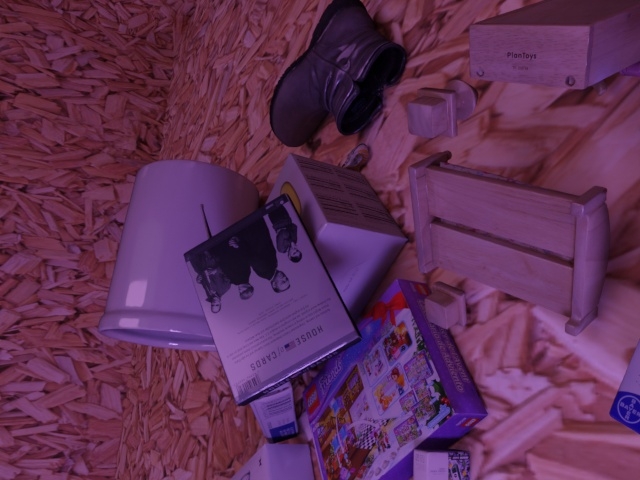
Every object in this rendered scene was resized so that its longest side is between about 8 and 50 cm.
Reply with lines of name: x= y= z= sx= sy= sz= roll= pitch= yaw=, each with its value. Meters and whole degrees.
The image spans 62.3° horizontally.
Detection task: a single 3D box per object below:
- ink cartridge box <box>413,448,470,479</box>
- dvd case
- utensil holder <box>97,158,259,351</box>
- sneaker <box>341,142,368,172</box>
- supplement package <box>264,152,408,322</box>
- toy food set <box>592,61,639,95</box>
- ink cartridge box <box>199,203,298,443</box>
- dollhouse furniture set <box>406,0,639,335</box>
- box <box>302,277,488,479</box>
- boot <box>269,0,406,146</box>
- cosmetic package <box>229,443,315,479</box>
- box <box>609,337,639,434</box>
ink cartridge box: x=0.136 y=0.296 z=0.593 sx=0.029 sy=0.063 sz=0.115 roll=-24 pitch=59 yaw=59
dvd case: x=-0.074 y=0.072 z=0.714 sx=0.179 sy=0.029 sz=0.238 roll=-30 pitch=62 yaw=5
utensil holder: x=-0.317 y=0.048 z=1.251 sx=0.328 sy=0.328 sz=0.385 roll=-27 pitch=55 yaw=56
sneaker: x=0.059 y=-0.140 z=0.951 sx=0.083 sy=0.032 sz=0.037 roll=-44 pitch=29 yaw=39
supplement package: x=0.000 y=0.000 z=0.870 sx=0.194 sy=0.149 sz=0.203 roll=-61 pitch=33 yaw=27
toy food set: x=0.315 y=-0.198 z=0.511 sx=0.122 sy=0.019 sz=0.077 roll=-45 pitch=42 yaw=41
ink cartridge box: x=-0.113 y=0.147 z=0.898 sx=0.324 sy=0.072 sz=0.330 roll=90 pitch=164 yaw=-60
dollhouse furniture set: x=0.259 y=-0.043 z=0.519 sx=0.303 sy=0.174 sz=0.355 roll=25 pitch=135 yaw=47
box: x=0.080 y=0.223 z=0.731 sx=0.293 sy=0.057 sz=0.201 roll=-56 pitch=35 yaw=34
boot: x=0.013 y=-0.266 z=1.001 sx=0.338 sy=0.118 sz=0.222 roll=-59 pitch=38 yaw=39
cosmetic package: x=-0.117 y=0.567 z=0.919 sx=0.377 sy=0.098 sz=0.284 roll=-54 pitch=33 yaw=37
box: x=0.298 y=0.095 z=0.369 sx=0.126 sy=0.072 sz=0.137 roll=31 pitch=106 yaw=60
